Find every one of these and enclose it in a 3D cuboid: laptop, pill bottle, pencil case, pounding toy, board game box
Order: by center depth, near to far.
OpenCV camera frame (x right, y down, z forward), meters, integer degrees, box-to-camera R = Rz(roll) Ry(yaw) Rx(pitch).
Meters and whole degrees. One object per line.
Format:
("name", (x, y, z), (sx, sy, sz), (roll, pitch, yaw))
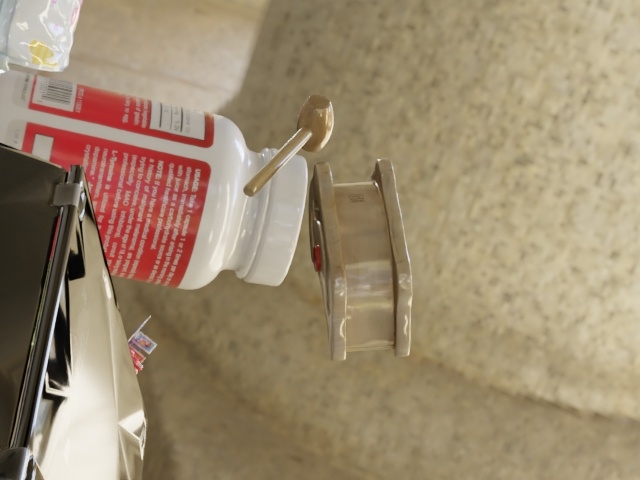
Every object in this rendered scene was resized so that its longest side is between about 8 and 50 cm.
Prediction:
("laptop", (-0.283, 0.108, 1.129), (0.236, 0.407, 0.382), (-7, 34, 4))
("pencil case", (-0.257, -0.294, 1.529), (0.114, 0.273, 0.124), (16, 13, -11))
("pounding toy", (0.000, 0.000, 1.648), (0.155, 0.154, 0.269), (-4, 54, -6))
("board game box", (-0.230, 0.156, 1.784), (0.033, 0.168, 0.133), (41, 9, -2))
("pill bottle", (-0.234, -0.065, 2.060), (0.408, 0.229, 0.229), (12, 24, -11))

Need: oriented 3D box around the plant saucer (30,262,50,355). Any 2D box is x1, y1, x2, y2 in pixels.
("plant saucer", (-0.312, 0.018, 1.544), (0.241, 0.037, 0.241), (57, 8, -12))
